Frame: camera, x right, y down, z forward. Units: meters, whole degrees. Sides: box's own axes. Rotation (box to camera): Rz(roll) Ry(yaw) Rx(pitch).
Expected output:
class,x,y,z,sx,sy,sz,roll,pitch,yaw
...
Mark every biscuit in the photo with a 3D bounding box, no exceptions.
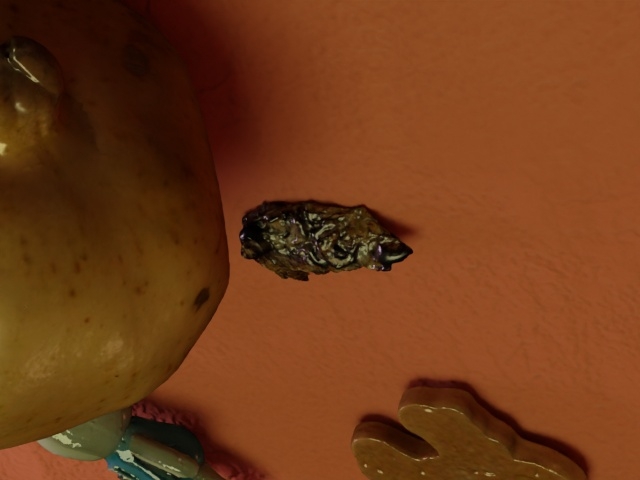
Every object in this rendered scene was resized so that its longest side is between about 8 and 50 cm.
class,x,y,z,sx,sy,sz,roll,pitch,yaw
biscuit,0.144,0.202,1.444,0.236,0.040,0.144,32,142,-15

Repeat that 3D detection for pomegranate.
class,x,y,z,sx,sy,sz,roll,pitch,yaw
pomegranate,-0.211,-0.026,1.140,0.342,0.342,0.342,11,136,10

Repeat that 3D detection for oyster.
class,x,y,z,sx,sy,sz,roll,pitch,yaw
oyster,-0.001,0.001,1.302,0.132,0.029,0.086,-21,123,37

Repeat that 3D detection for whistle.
class,x,y,z,sx,sy,sz,roll,pitch,yaw
whistle,-0.153,0.177,1.506,0.235,0.077,0.114,28,166,-16
